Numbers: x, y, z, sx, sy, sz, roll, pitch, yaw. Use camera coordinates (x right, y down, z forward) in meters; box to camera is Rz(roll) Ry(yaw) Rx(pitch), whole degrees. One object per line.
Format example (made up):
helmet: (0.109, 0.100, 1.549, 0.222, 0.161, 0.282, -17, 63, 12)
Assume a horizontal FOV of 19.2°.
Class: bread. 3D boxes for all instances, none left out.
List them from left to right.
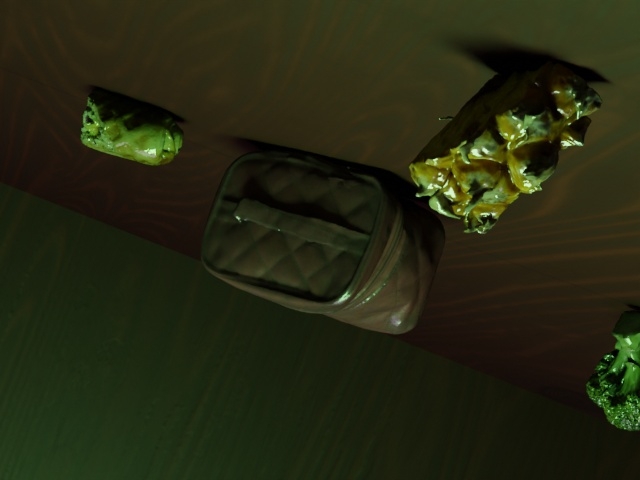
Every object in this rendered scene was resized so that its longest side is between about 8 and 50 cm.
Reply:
bread: (-0.190, -0.110, 1.901, 0.110, 0.060, 0.066, 20, -172, 15)

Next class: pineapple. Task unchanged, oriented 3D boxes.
pineapple: (0.128, -0.070, 1.237, 0.137, 0.116, 0.069, -35, 108, 31)

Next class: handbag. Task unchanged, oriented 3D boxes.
handbag: (0.000, 0.000, 1.842, 0.225, 0.146, 0.135, 17, 175, 39)

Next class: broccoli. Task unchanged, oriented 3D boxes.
broccoli: (0.357, 0.142, 1.987, 0.138, 0.145, 0.162, 61, 174, -24)
